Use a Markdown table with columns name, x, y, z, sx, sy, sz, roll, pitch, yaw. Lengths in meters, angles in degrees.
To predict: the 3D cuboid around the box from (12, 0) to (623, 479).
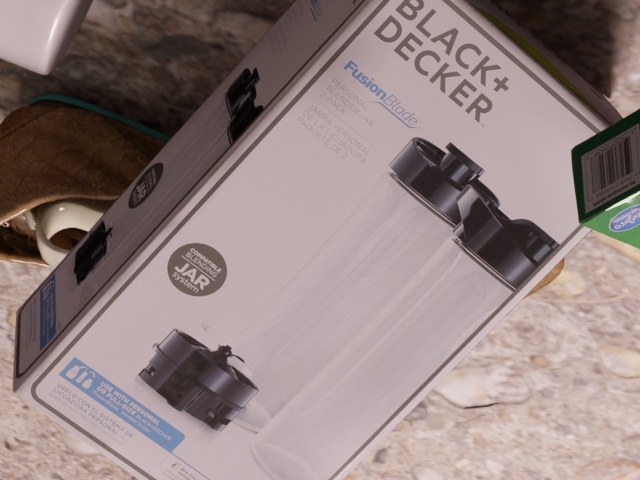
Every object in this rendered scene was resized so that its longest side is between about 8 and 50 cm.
| name | x | y | z | sx | sy | sz | roll | pitch | yaw |
| --- | --- | --- | --- | --- | --- | --- | --- | --- | --- |
| box | 0.000 | 0.000 | 0.955 | 0.169 | 0.087 | 0.290 | 39 | 104 | -21 |

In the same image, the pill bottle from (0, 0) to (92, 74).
| name | x | y | z | sx | sy | sz | roll | pitch | yaw |
| --- | --- | --- | --- | --- | --- | --- | --- | --- | --- |
| pill bottle | -0.231 | -0.185 | 0.911 | 0.272 | 0.152 | 0.152 | 24 | 144 | -3 |

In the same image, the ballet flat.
| name | x | y | z | sx | sy | sz | roll | pitch | yaw |
| --- | --- | --- | --- | --- | --- | --- | --- | --- | --- |
| ballet flat | -0.041 | 0.010 | 1.083 | 0.342 | 0.124 | 0.116 | 15 | 145 | 9 |

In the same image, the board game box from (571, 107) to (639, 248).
| name | x | y | z | sx | sy | sz | roll | pitch | yaw |
| --- | --- | --- | --- | --- | --- | --- | --- | --- | --- |
| board game box | 0.295 | -0.055 | 0.824 | 0.213 | 0.046 | 0.317 | 21 | 145 | -32 |
